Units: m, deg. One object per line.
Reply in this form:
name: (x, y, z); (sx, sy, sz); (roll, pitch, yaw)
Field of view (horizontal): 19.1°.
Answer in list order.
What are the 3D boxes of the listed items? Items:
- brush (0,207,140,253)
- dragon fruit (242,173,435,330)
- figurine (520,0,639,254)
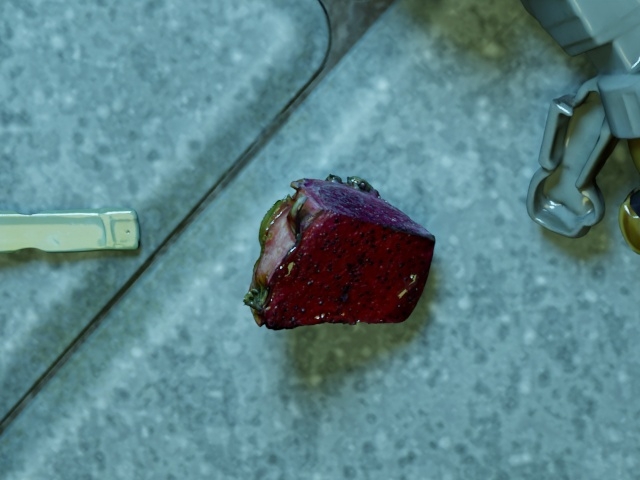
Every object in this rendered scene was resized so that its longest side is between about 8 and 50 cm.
brush: (-0.220, -0.006, 1.377); (0.178, 0.030, 0.033); (-1, 92, -3)
dragon fruit: (0.000, 0.000, 1.316); (0.147, 0.096, 0.102); (9, 121, -41)
figurine: (0.254, -0.081, 1.231); (0.308, 0.143, 0.308); (25, 132, 31)
